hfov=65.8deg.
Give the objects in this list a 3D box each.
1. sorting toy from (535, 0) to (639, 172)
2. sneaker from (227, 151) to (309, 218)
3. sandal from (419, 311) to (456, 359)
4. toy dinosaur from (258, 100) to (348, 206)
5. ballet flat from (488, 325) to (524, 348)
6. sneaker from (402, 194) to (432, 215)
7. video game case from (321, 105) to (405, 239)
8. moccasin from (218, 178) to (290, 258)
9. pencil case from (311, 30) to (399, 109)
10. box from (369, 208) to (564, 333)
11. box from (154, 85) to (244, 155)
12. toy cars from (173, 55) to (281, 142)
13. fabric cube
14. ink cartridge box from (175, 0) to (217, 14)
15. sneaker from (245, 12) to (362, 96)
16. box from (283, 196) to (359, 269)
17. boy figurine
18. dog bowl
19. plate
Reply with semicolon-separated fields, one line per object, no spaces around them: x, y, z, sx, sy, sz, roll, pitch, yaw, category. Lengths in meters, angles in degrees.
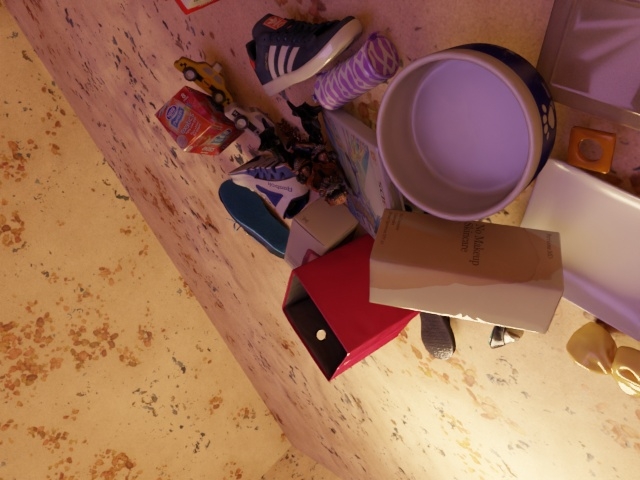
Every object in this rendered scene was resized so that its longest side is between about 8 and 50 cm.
0.392;-0.251;0.655;0.196;0.047;0.348;37;149;32;sorting toy
-0.139;-0.150;1.449;0.315;0.127;0.182;6;126;51;sneaker
0.307;0.203;1.307;0.097;0.054;0.255;3;116;45;sandal
-0.046;-0.207;1.206;0.321;0.164;0.218;29;165;40;toy dinosaur
0.417;0.183;1.097;0.074;0.074;0.203;28;141;36;ballet flat
0.198;-0.146;0.990;0.106;0.110;0.276;2;115;36;sneaker
0.101;-0.125;1.088;0.329;0.036;0.300;-124;13;-57;video game case
-0.227;-0.054;1.680;0.342;0.137;0.117;49;156;6;moccasin
0.067;-0.332;0.990;0.206;0.086;0.088;-10;103;56;pencil case
0.252;0.050;0.883;0.310;0.148;0.121;8;135;13;box
-0.329;-0.328;1.390;0.128;0.122;0.257;51;-168;1;box
-0.234;-0.385;1.344;0.393;0.087;0.176;44;-168;13;toy cars
0.078;0.177;1.334;0.254;0.258;0.259;53;153;20;fabric cube
-0.255;-0.592;1.096;0.078;0.134;0.231;54;152;-7;ink cartridge box
-0.058;-0.412;1.024;0.350;0.131;0.148;-2;126;56;sneaker
0.000;0.000;1.400;0.127;0.148;0.232;43;151;15;box
0.593;0.240;0.881;0.285;0.092;0.177;25;168;44;boy figurine
0.226;-0.170;0.790;0.264;0.104;0.265;24;129;33;dog bowl
0.477;0.013;0.836;0.278;0.045;0.277;34;148;29;plate
